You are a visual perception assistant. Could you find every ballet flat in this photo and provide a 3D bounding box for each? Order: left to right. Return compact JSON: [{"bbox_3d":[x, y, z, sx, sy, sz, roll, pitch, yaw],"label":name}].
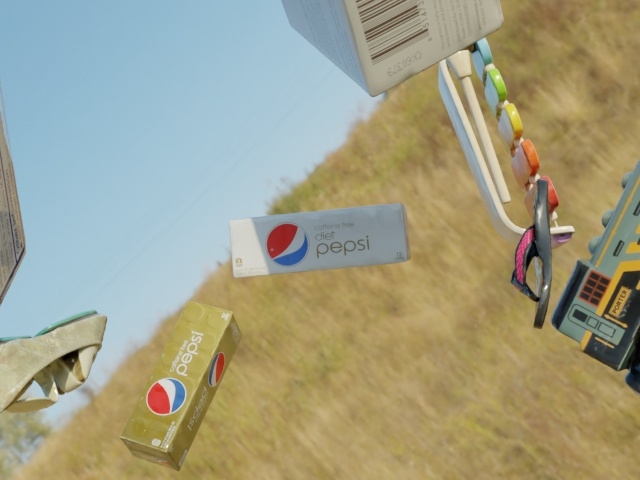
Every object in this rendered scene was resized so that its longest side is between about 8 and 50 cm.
[{"bbox_3d":[-0.188,0.087,0.678,0.057,0.052,0.168,-35,-6,18],"label":"ballet flat"}]

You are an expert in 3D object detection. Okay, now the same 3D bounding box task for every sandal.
[{"bbox_3d":[0.227,0.015,1.086,0.067,0.040,0.179,85,-171,-61],"label":"sandal"}]

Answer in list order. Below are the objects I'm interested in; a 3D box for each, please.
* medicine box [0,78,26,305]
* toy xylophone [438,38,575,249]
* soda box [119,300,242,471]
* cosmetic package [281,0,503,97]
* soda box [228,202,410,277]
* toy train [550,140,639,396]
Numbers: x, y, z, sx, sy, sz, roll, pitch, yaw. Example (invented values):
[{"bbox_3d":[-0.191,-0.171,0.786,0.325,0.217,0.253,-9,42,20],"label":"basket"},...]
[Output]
[{"bbox_3d":[-0.266,-0.039,0.494,0.289,0.149,0.263,-89,1,-61],"label":"medicine box"},{"bbox_3d":[0.225,-0.130,1.259,0.081,0.323,0.236,-21,0,4],"label":"toy xylophone"},{"bbox_3d":[-0.155,0.162,1.135,0.058,0.061,0.181,76,-148,-54],"label":"soda box"},{"bbox_3d":[0.051,-0.262,0.942,0.151,0.184,0.151,-30,-46,-10],"label":"cosmetic package"},{"bbox_3d":[0.000,0.000,1.236,0.216,0.074,0.069,-6,0,8],"label":"soda box"},{"bbox_3d":[0.413,0.018,1.182,0.142,0.190,0.334,0,-65,-60],"label":"toy train"}]
